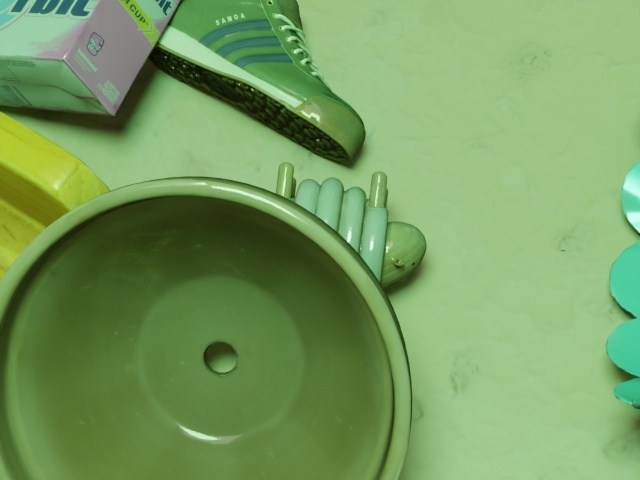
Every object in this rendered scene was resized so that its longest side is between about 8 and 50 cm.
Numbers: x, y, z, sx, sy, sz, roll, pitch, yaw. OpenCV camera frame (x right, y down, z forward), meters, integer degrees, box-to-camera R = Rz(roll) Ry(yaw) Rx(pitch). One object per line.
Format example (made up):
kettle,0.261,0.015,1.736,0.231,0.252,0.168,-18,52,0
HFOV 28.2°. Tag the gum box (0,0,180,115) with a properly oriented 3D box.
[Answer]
gum box,-0.202,-0.152,0.887,0.188,0.062,0.107,9,62,34

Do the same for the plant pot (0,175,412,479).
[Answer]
plant pot,-0.064,0.077,0.724,0.237,0.110,0.237,1,100,6

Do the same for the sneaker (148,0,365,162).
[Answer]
sneaker,-0.036,-0.132,0.875,0.192,0.064,0.086,29,76,24

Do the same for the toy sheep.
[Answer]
toy sheep,0.000,0.000,0.793,0.132,0.091,0.091,5,64,7

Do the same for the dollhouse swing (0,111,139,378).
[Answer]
dollhouse swing,-0.312,0.028,0.705,0.315,0.305,0.347,29,70,21

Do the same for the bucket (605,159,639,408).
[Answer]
bucket,0.269,-0.023,0.663,0.183,0.281,0.281,11,65,4
